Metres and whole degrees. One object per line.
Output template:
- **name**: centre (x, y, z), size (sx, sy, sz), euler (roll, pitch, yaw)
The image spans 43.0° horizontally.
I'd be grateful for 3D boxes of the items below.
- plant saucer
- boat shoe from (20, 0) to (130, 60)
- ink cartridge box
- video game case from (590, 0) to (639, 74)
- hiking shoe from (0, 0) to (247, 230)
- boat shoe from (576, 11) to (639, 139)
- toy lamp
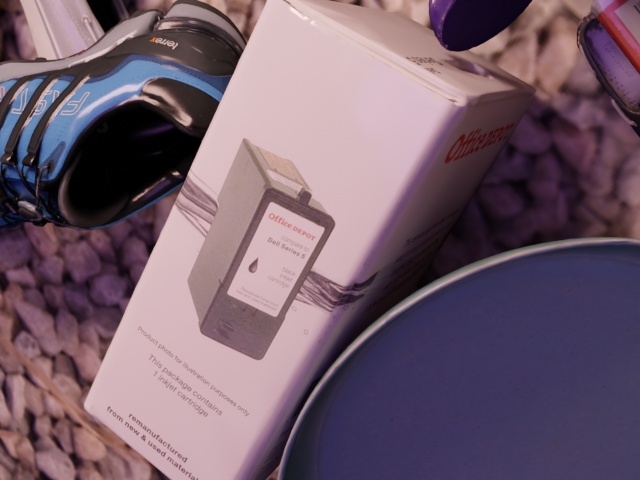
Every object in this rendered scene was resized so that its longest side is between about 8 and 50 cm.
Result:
- **plant saucer**: centre (0.129, 0.128, 0.488), size (0.317, 0.044, 0.318), euler (-5, 121, -8)
- **boat shoe**: centre (-0.184, -0.206, 0.607), size (0.081, 0.079, 0.228), euler (-15, 102, 19)
- **ink cartridge box**: centre (0.000, 0.000, 0.502), size (0.114, 0.198, 0.273), euler (34, 112, 14)
- **video game case**: centre (0.313, -0.077, 0.426), size (0.204, 0.025, 0.285), euler (-36, 86, 14)
- **hiking shoe**: centre (-0.188, -0.059, 0.552), size (0.304, 0.132, 0.113), euler (-24, 131, 16)
- **boat shoe**: centre (0.200, -0.088, 0.485), size (0.046, 0.038, 0.125), euler (-37, 86, 25)
- **toy lamp**: centre (0.025, -0.235, 0.478), size (0.080, 0.080, 0.275), euler (-44, 67, 25)
